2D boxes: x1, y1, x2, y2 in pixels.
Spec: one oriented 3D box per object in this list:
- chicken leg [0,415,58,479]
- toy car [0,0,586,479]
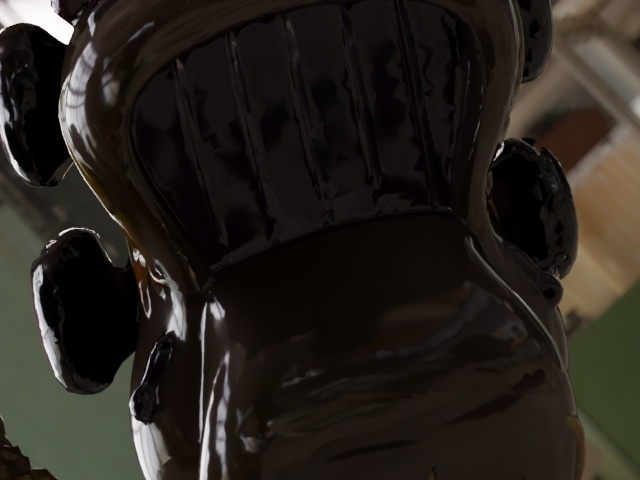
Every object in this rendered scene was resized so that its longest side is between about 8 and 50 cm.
[{"bbox_3d":[-0.175,0.061,0.882,0.087,0.251,0.107,-38,-29,-3],"label":"chicken leg"},{"bbox_3d":[0.000,0.000,0.886,0.271,0.340,0.240,-14,28,-6],"label":"toy car"}]
